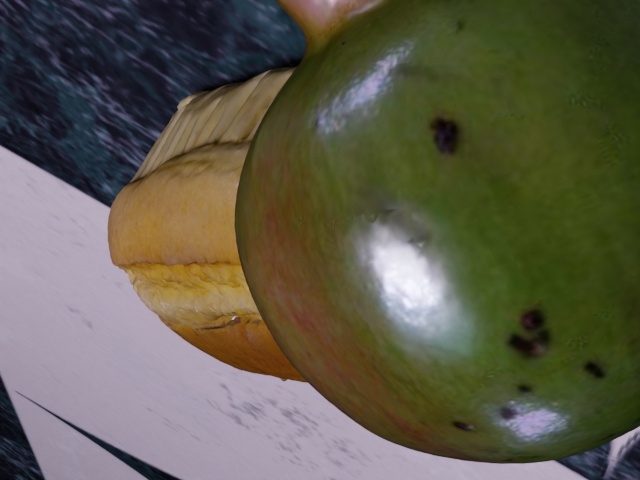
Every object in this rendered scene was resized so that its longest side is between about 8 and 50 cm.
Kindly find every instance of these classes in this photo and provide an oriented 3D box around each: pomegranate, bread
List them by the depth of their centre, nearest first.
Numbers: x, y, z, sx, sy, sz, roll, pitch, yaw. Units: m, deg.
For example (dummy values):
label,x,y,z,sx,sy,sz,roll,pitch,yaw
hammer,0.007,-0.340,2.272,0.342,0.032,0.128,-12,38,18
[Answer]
label,x,y,z,sx,sy,sz,roll,pitch,yaw
pomegranate,0.043,-0.043,0.560,0.224,0.181,0.181,54,156,-3
bread,0.000,0.000,0.773,0.140,0.106,0.236,43,157,-24
